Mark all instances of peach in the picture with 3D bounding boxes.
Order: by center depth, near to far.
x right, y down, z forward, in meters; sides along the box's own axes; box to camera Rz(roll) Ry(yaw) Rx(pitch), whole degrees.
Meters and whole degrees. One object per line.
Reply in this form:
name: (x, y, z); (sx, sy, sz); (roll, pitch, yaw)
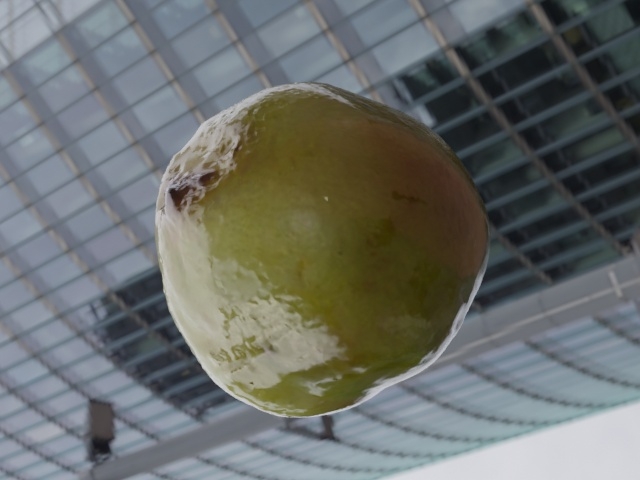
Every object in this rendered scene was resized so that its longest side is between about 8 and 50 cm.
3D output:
peach: (0.006, -0.001, 1.203); (0.315, 0.281, 0.314); (45, -136, -22)
